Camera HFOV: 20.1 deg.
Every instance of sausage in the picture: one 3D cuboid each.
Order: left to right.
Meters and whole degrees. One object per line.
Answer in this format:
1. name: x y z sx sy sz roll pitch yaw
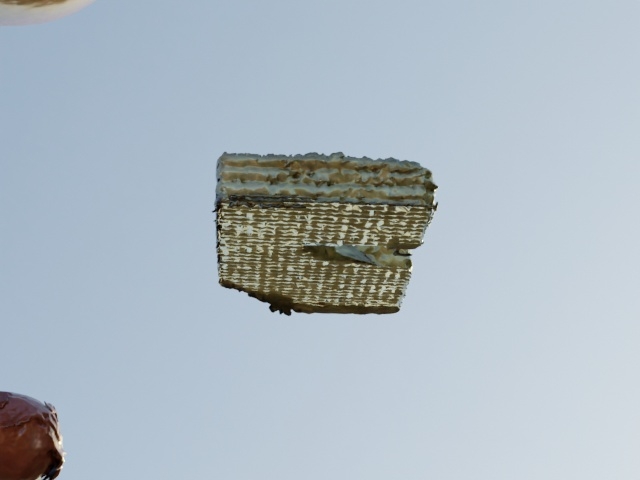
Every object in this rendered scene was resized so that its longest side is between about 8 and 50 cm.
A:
1. sausage: -0.243 0.136 1.248 0.141 0.076 0.076 4 -35 9

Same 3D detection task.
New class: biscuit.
1. biscuit: 0.000 0.000 1.269 0.147 0.046 0.250 1 -20 -1

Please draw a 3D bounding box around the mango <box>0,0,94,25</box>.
1. mango: -0.226 -0.205 1.085 0.175 0.139 0.254 -4 -7 34
